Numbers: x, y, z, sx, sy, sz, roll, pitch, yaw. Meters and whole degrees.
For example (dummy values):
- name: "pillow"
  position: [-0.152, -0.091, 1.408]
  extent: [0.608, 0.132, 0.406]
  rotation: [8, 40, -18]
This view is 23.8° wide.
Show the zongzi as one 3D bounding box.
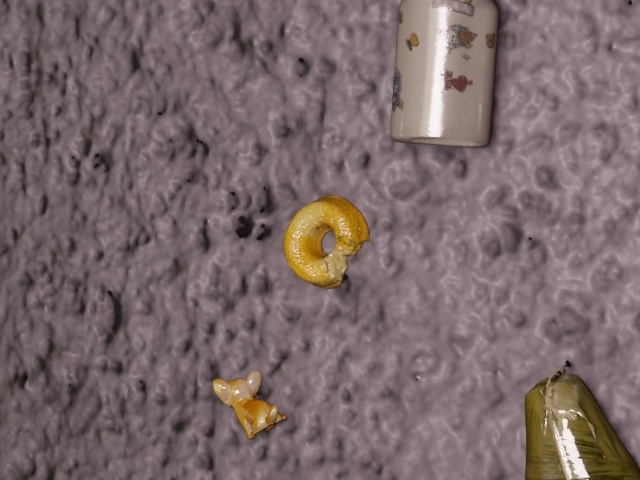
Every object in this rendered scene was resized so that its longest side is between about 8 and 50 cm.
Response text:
- name: "zongzi"
  position: [0.307, 0.230, 1.545]
  extent: [0.204, 0.094, 0.204]
  rotation: [1, 91, 27]

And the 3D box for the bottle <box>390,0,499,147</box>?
- name: "bottle"
  position: [0.135, -0.218, 1.624]
  extent: [0.110, 0.110, 0.233]
  rotation: [5, 94, 31]

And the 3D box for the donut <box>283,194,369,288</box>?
- name: "donut"
  position: [0.000, 0.000, 1.751]
  extent: [0.097, 0.043, 0.108]
  rotation: [32, 102, 26]

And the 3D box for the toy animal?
- name: "toy animal"
  position: [-0.084, 0.189, 1.797]
  extent: [0.083, 0.060, 0.081]
  rotation: [60, 157, 14]
